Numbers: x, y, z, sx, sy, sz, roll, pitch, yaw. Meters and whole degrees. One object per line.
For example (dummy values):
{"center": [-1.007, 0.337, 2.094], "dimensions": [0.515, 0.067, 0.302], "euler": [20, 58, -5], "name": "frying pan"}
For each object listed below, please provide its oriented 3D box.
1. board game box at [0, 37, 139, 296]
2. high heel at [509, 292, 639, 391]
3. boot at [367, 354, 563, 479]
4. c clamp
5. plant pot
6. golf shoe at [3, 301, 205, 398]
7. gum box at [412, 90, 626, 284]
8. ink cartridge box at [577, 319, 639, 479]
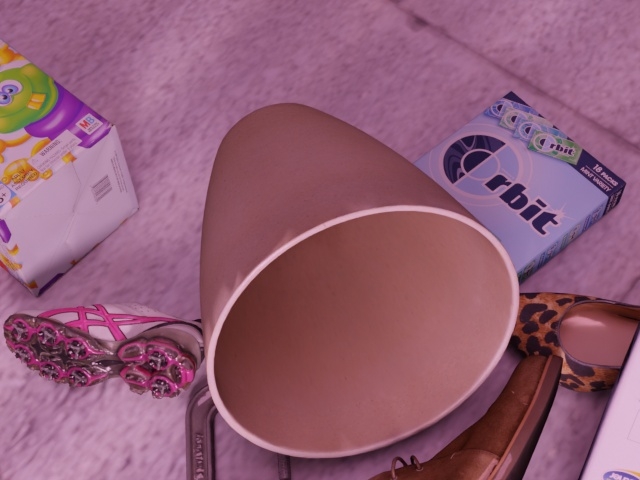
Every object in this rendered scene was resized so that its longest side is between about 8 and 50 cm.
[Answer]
{"center": [-0.331, -0.100, 1.067], "dimensions": [0.275, 0.144, 0.142], "euler": [37, 66, 22], "name": "board game box"}
{"center": [0.269, 0.064, 0.925], "dimensions": [0.261, 0.186, 0.093], "euler": [21, 60, 14], "name": "high heel"}
{"center": [0.096, 0.200, 0.897], "dimensions": [0.115, 0.112, 0.305], "euler": [28, 65, 24], "name": "boot"}
{"center": [-0.052, 0.174, 0.961], "dimensions": [0.137, 0.022, 0.160], "euler": [0, 57, 1], "name": "c clamp"}
{"center": [0.000, 0.000, 0.958], "dimensions": [0.257, 0.256, 0.274], "euler": [-15, 40, -8], "name": "plant pot"}
{"center": [-0.194, 0.091, 1.000], "dimensions": [0.186, 0.067, 0.086], "euler": [10, 32, 8], "name": "golf shoe"}
{"center": [0.178, -0.045, 1.082], "dimensions": [0.184, 0.041, 0.157], "euler": [-37, 64, -19], "name": "gum box"}
{"center": [0.307, 0.163, 0.839], "dimensions": [0.186, 0.311, 0.065], "euler": [19, 23, 12], "name": "ink cartridge box"}
